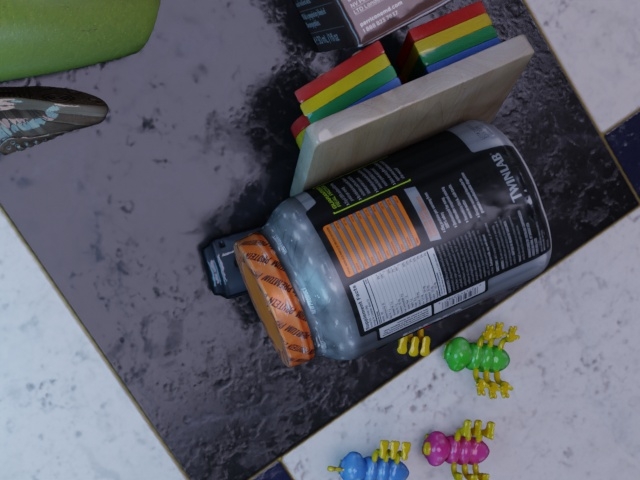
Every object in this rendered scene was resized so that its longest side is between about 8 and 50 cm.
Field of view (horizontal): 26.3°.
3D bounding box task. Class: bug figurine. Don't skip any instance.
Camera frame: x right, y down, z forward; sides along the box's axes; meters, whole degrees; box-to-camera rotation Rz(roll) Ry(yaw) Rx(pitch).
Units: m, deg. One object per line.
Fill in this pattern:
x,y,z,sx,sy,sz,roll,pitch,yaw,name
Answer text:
0.125,0.190,1.650,0.216,0.072,0.279,11,88,-20,bug figurine

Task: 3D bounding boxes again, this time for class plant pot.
-0.324,-0.276,1.423,0.293,0.274,0.275,4,95,-29,plant pot

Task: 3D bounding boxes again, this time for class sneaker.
-0.332,-0.132,1.527,0.188,0.066,0.071,3,112,-8,sneaker

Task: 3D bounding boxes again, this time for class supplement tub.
0.077,0.008,1.511,0.316,0.193,0.194,-23,100,-9,supplement tub

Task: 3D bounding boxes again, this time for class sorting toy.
0.079,-0.152,1.524,0.255,0.257,0.089,-24,79,-11,sorting toy

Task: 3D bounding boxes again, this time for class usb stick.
0.000,0.000,1.616,0.278,0.045,0.077,-16,100,-11,usb stick

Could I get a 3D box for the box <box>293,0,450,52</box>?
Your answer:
-0.009,-0.403,1.499,0.143,0.191,0.381,-28,101,-9,box
